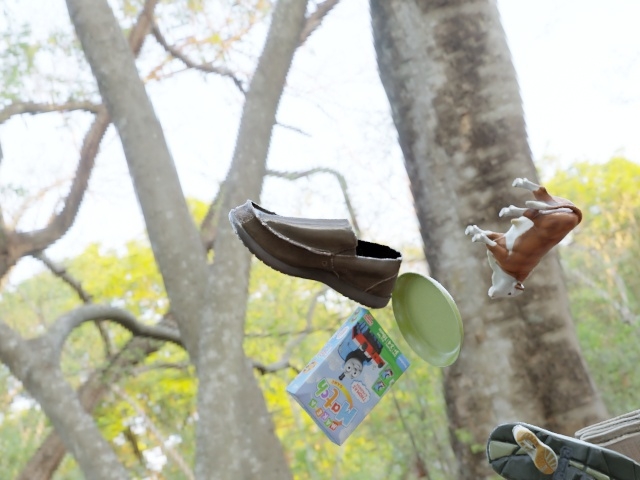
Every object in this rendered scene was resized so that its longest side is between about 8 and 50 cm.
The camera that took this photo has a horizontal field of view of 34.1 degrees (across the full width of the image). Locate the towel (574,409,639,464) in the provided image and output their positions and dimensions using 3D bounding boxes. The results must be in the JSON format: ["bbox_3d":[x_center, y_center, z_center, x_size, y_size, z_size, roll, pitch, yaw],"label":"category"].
[{"bbox_3d":[0.557,0.382,1.738,0.187,0.049,0.282,-25,-55,24],"label":"towel"}]

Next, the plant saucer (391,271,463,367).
[{"bbox_3d":[0.256,0.179,2.437,0.037,0.241,0.241,-24,-18,-31],"label":"plant saucer"}]

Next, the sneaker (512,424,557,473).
[{"bbox_3d":[0.298,0.287,1.447,0.032,0.083,0.037,-39,15,1],"label":"sneaker"}]

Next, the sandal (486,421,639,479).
[{"bbox_3d":[0.407,0.369,1.637,0.120,0.302,0.086,-64,-31,-3],"label":"sandal"}]

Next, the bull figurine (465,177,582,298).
[{"bbox_3d":[0.444,0.001,2.342,0.188,0.101,0.310,28,-53,-14],"label":"bull figurine"}]

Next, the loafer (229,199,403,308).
[{"bbox_3d":[0.000,0.000,1.901,0.365,0.134,0.130,23,-70,-31],"label":"loafer"}]

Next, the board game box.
[{"bbox_3d":[0.054,0.254,1.954,0.211,0.039,0.160,-47,-61,-16],"label":"board game box"}]
